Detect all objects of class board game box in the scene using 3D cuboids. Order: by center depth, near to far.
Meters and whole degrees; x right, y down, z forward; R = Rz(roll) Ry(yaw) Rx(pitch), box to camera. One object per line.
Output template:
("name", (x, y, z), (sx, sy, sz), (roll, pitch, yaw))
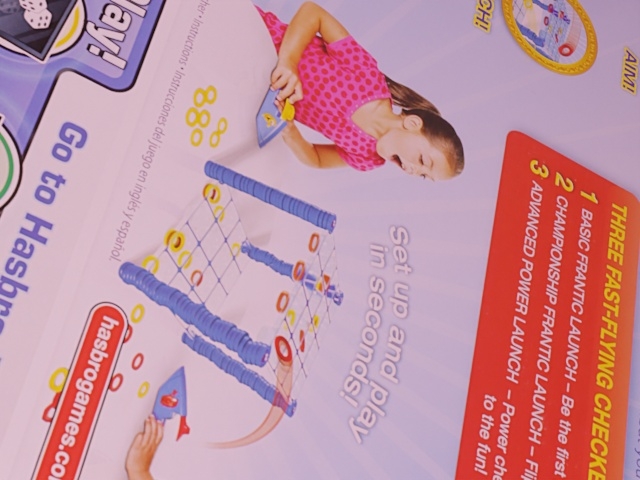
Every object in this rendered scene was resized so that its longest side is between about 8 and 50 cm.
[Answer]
("board game box", (0.000, 0.000, 0.420), (0.086, 0.302, 0.308), (-41, 28, 50))
